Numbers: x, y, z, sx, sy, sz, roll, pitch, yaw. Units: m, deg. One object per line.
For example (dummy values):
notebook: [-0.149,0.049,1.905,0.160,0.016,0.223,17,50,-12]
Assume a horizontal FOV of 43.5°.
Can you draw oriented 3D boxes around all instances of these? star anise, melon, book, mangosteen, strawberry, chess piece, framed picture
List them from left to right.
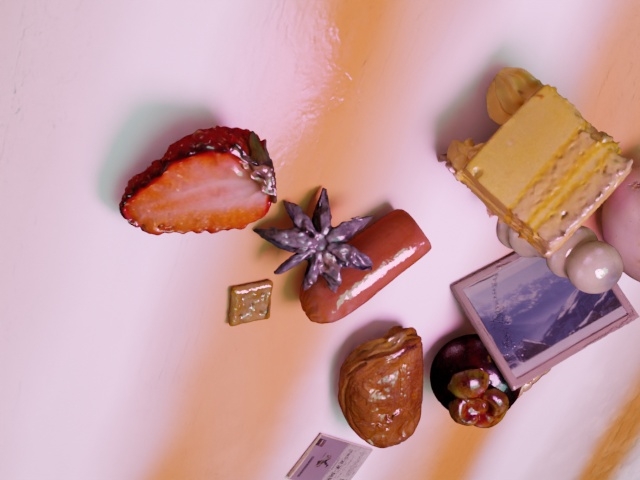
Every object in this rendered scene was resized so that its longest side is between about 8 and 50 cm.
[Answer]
strawberry: [-0.185,-0.099,1.203,0.236,0.111,0.190,-15,141,5]
star anise: [0.000,0.000,1.360,0.204,0.061,0.181,37,82,-6]
book: [0.025,0.491,1.769,0.181,0.014,0.127,29,102,-42]
mangosteen: [0.334,0.300,1.715,0.209,0.210,0.210,-16,127,-23]
framed picture: [0.472,0.131,1.689,0.335,0.247,0.022,-25,166,-16]
chess piece: [0.484,0.015,1.589,0.144,0.251,0.145,-17,127,-23]
melon: [0.725,-0.028,1.736,0.223,0.223,0.317,-44,133,0]

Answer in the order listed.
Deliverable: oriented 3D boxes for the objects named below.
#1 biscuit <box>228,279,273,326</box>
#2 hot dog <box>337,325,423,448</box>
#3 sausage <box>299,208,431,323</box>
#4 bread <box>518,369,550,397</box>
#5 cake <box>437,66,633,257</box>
biscuit: [-0.124,0.112,1.425,0.081,0.018,0.083,-8,123,-27]
hot dog: [0.134,0.287,1.637,0.196,0.122,0.272,-22,124,-21]
sausage: [0.073,0.052,1.446,0.259,0.113,0.114,-37,132,-8]
bread: [0.461,0.285,1.869,0.225,0.081,0.134,-39,127,-2]
cake: [0.372,-0.143,1.426,0.227,0.286,0.222,-48,166,3]
